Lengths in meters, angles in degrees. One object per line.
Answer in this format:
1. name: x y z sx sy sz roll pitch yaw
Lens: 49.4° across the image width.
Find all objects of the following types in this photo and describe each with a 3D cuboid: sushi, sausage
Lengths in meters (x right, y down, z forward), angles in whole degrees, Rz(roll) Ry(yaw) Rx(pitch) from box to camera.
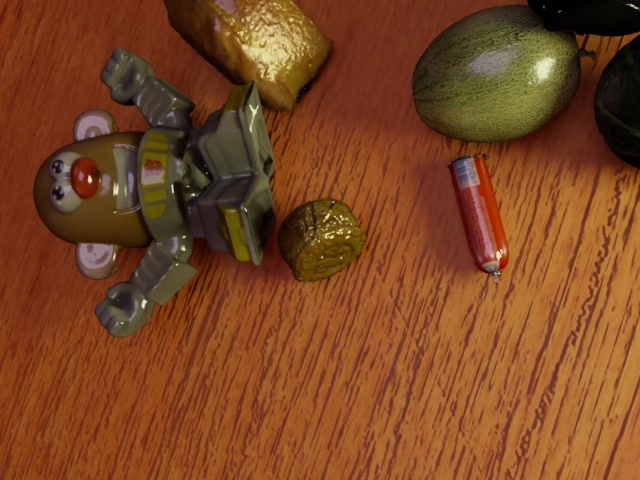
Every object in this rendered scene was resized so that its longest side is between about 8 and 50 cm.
1. sushi: 0.269 -0.266 0.643 0.153 0.172 0.150 1 70 43
2. sausage: 0.178 -0.023 0.763 0.048 0.050 0.145 -25 71 43

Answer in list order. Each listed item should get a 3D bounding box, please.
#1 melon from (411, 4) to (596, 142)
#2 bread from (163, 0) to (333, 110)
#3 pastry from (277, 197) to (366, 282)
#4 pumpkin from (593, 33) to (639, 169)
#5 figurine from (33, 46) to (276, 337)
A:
1. melon: 0.192 -0.176 0.735 0.192 0.139 0.139 -13 75 12
2. bread: -0.113 -0.285 0.872 0.260 0.134 0.129 43 95 22
3. pastry: 0.000 0.000 0.793 0.097 0.109 0.057 -20 59 -17
4. pumpkin: 0.346 -0.134 0.658 0.167 0.167 0.125 -30 45 12
5. figurine: -0.205 -0.064 0.839 0.285 0.167 0.342 -3 58 12
